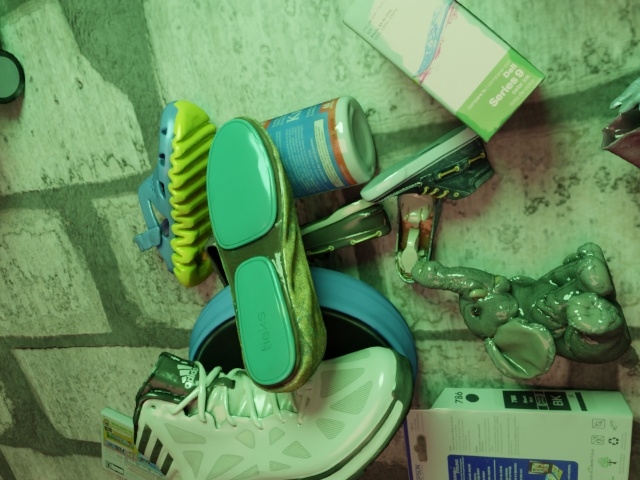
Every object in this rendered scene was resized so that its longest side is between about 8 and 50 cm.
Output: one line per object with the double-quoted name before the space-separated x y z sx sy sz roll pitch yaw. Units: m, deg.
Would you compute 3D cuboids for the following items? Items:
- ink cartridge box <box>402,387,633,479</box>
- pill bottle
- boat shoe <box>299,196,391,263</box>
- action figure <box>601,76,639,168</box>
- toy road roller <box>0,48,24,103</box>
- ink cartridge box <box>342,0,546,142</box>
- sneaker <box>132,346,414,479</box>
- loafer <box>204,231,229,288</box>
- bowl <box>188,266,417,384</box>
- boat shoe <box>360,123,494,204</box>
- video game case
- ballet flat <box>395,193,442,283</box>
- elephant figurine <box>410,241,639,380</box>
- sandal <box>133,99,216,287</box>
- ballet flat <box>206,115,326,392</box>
"ink cartridge box" 0.303 0.321 0.775 0.332 0.065 0.166 -3 111 14
"pill bottle" -0.041 -0.121 0.703 0.221 0.124 0.124 -11 107 23
"boat shoe" 0.000 0.000 0.761 0.227 0.081 0.069 -24 97 24
"action figure" 0.484 -0.078 0.529 0.370 0.276 0.248 40 156 -18
"toy road roller" -0.679 -0.304 0.754 0.202 0.330 0.241 18 138 13
"ink cartridge box" 0.148 -0.229 0.571 0.212 0.154 0.093 39 119 2
"sneaker" -0.105 0.239 0.676 0.447 0.169 0.257 -37 113 25
"loafer" -0.119 0.113 0.843 0.109 0.095 0.303 -16 105 25
"bowl" -0.032 0.226 0.806 0.390 0.077 0.391 2 121 3
"boat shoe" 0.149 -0.079 0.649 0.183 0.065 0.083 -31 102 -4
"video game case" -0.440 0.519 1.171 0.212 0.023 0.194 18 116 14
"ballet flat" 0.142 -0.020 0.711 0.070 0.070 0.189 4 112 19
"elephant figurine" 0.277 0.101 0.671 0.239 0.169 0.186 -18 70 30
"sandal" -0.250 -0.075 0.805 0.138 0.126 0.318 18 115 17
"ballet flat" -0.067 0.015 0.622 0.123 0.123 0.349 -20 74 26
